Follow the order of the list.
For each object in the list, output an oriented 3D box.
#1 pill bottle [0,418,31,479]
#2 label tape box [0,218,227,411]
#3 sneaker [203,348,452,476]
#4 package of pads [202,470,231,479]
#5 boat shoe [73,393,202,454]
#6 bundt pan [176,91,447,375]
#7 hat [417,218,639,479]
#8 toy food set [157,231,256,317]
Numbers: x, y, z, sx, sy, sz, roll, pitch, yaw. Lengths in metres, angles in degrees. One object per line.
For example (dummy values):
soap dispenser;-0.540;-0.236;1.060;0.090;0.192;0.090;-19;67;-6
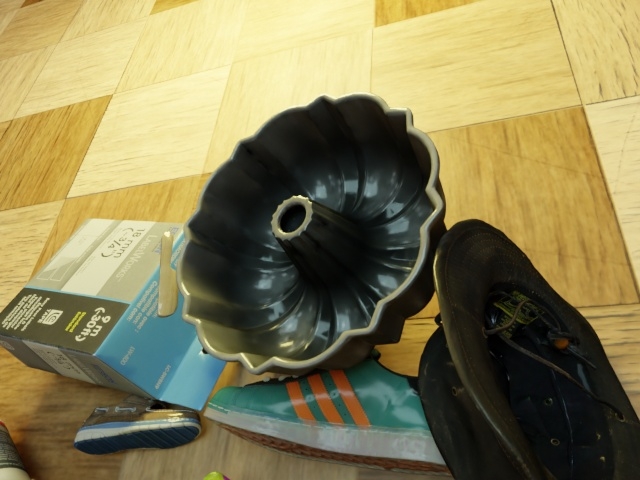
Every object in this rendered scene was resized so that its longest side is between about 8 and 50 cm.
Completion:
pill bottle;-0.454;0.330;0.678;0.180;0.108;0.108;33;73;36
label tape box;-0.272;0.087;0.746;0.333;0.106;0.241;4;47;25
sneaker;0.017;0.187;0.589;0.301;0.108;0.121;3;57;15
package of pads;-0.138;0.389;0.451;0.297;0.101;0.229;-49;20;-15
boat shoe;-0.243;0.238;0.680;0.183;0.066;0.066;-10;45;11
bundt pan;0.000;0.000;0.581;0.330;0.124;0.331;-16;57;27
hat;0.173;0.148;0.474;0.134;0.331;0.332;-39;44;33
toy food set;-0.126;0.056;0.700;0.071;0.217;0.128;-43;52;49
